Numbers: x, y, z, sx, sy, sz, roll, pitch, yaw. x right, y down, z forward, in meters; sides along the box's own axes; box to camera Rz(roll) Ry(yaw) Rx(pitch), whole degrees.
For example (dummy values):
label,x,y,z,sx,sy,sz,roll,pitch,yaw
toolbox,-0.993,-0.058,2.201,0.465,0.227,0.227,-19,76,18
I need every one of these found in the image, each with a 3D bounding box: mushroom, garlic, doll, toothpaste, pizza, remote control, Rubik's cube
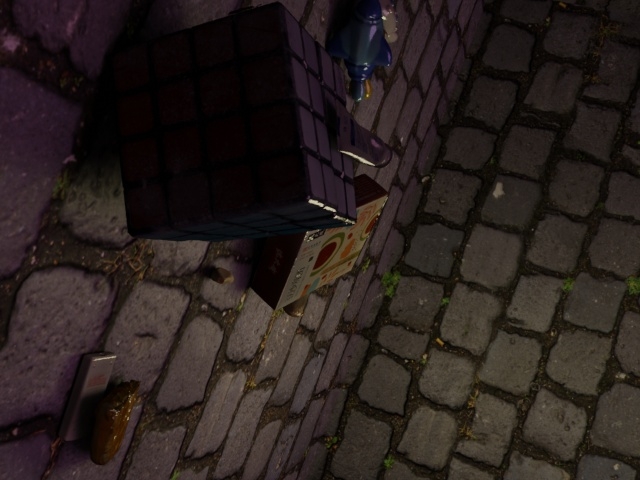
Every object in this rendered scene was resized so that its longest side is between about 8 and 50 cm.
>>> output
label,x,y,z,sx,sy,sz,roll,pitch,yaw
mushroom,-0.071,0.149,2.169,0.096,0.108,0.246,6,104,-28
garlic,-0.266,0.098,1.661,0.041,0.053,0.083,-56,175,5
doll,0.157,-0.635,1.901,0.376,0.187,0.365,41,61,-50
toothpaste,0.077,-0.195,1.229,0.266,0.061,0.096,12,73,-67
pizza,-0.457,0.389,1.372,0.292,0.058,0.197,115,-7,-55
remote control,-0.492,0.328,1.313,0.087,0.029,0.190,10,99,-70
Rubik's cube,-0.141,-0.183,1.158,0.337,0.345,0.343,10,74,-71

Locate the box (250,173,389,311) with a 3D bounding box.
label,x,y,z,sx,sy,sz,roll,pitch,yaw
box,0.000,0.000,1.921,0.385,0.122,0.344,-25,148,-43
